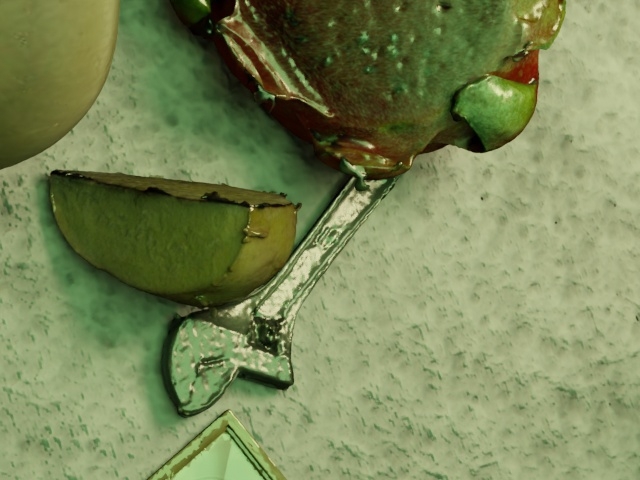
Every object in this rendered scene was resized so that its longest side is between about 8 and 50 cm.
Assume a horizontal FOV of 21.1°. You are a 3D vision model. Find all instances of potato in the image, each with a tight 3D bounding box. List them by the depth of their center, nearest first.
[{"bbox_3d":[-0.092,0.005,1.143,0.100,0.172,0.089,-7,103,-61],"label":"potato"}]

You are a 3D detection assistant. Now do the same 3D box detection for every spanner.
[{"bbox_3d":[0.000,0.000,1.209,0.093,0.026,0.325,41,67,-7],"label":"spanner"}]

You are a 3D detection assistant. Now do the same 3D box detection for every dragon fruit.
[{"bbox_3d":[0.036,-0.186,1.175,0.268,0.130,0.295,-28,98,12],"label":"dragon fruit"}]

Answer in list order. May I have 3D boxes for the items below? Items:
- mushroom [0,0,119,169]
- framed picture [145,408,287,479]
[{"bbox_3d":[-0.210,-0.189,1.068,0.290,0.292,0.293,-28,90,-52],"label":"mushroom"},{"bbox_3d":[-0.092,0.227,1.135,0.201,0.010,0.136,-40,95,-22],"label":"framed picture"}]
